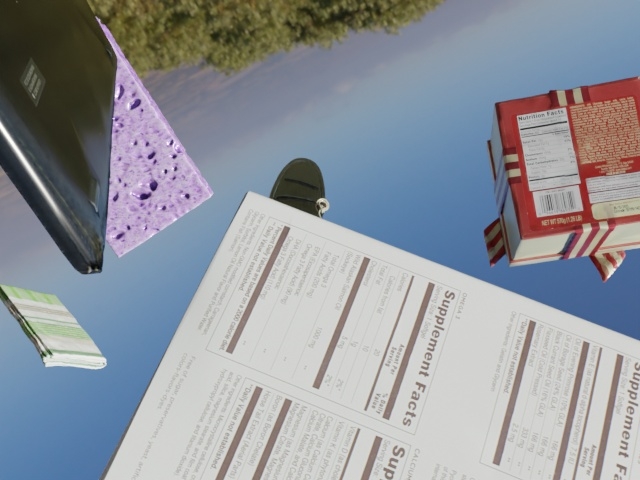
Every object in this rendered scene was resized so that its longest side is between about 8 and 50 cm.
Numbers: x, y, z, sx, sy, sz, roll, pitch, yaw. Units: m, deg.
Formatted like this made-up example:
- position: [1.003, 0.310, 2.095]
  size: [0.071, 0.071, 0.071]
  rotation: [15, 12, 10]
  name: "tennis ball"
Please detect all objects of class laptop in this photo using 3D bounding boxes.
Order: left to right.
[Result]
- position: [-0.312, -0.185, 0.367]
  size: [0.236, 0.408, 0.382]
  rotation: [-25, -148, 0]
  name: "laptop"

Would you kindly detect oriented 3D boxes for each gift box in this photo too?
- position: [0.392, -0.075, 1.117]
  size: [0.254, 0.277, 0.258]
  rotation: [-4, 169, 11]
  name: "gift box"

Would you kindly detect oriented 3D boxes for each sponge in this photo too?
- position: [-0.212, -0.102, 0.699]
  size: [0.117, 0.210, 0.031]
  rotation: [-32, -172, 4]
  name: "sponge"

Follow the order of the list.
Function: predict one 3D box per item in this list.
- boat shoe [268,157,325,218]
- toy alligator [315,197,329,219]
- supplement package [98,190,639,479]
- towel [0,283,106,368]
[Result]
- position: [-0.058, -0.006, 1.337]
  size: [0.113, 0.303, 0.103]
  rotation: [9, 167, -10]
  name: "boat shoe"
- position: [0.000, 0.000, 1.060]
  size: [0.051, 0.056, 0.190]
  rotation: [-45, -151, 51]
  name: "toy alligator"
- position: [0.039, 0.138, 0.416]
  size: [0.199, 0.262, 0.198]
  rotation: [99, 13, -65]
  name: "supplement package"
- position: [-0.374, 0.121, 0.962]
  size: [0.023, 0.152, 0.113]
  rotation: [-51, 153, 4]
  name: "towel"
